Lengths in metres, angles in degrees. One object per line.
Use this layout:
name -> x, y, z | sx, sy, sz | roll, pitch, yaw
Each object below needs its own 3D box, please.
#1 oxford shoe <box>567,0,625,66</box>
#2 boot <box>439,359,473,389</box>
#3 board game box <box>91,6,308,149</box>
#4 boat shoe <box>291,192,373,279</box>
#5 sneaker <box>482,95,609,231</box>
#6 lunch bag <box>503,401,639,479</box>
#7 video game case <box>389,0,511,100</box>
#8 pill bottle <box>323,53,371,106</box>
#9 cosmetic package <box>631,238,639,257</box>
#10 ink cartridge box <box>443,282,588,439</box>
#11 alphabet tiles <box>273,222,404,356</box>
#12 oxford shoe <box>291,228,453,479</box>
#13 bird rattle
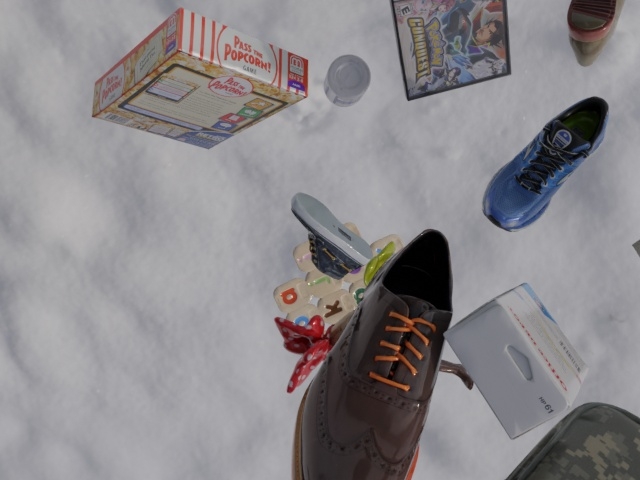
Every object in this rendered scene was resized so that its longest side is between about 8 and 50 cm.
oxford shoe -> 0.626, -0.543, 1.482 | 0.122, 0.348, 0.130 | 19, 155, 26
boot -> 0.385, 0.390, 1.934 | 0.114, 0.106, 0.037 | 19, 111, -17
board game box -> -0.128, -0.156, 0.683 | 0.193, 0.146, 0.045 | -14, 71, 48
boat shoe -> 0.000, 0.000, 1.125 | 0.183, 0.065, 0.083 | 40, 120, -24
sneaker -> 0.434, -0.159, 1.270 | 0.129, 0.147, 0.330 | 39, 80, 18
lunch bag -> 0.184, 0.318, 0.520 | 0.212, 0.305, 0.256 | 38, 133, 27
video game case -> 0.290, -0.468, 1.459 | 0.248, 0.035, 0.275 | -14, 124, 3
pill bottle -> 0.065, -0.409, 1.720 | 0.111, 0.186, 0.112 | 0, 92, -5
cosmetic package -> 0.712, -0.007, 1.112 | 0.129, 0.153, 0.296 | 30, 121, -29
ink cartridge box -> 0.153, 0.086, 0.504 | 0.052, 0.122, 0.089 | -38, 75, 22
alphabet tiles -> 0.063, 0.116, 1.304 | 0.277, 0.021, 0.284 | -25, 92, -6
oxford shoe -> 0.046, 0.093, 0.503 | 0.096, 0.271, 0.098 | 19, 133, 3
bird rattle -> 0.068, 0.142, 0.940 | 0.253, 0.143, 0.207 | -43, 139, 5
